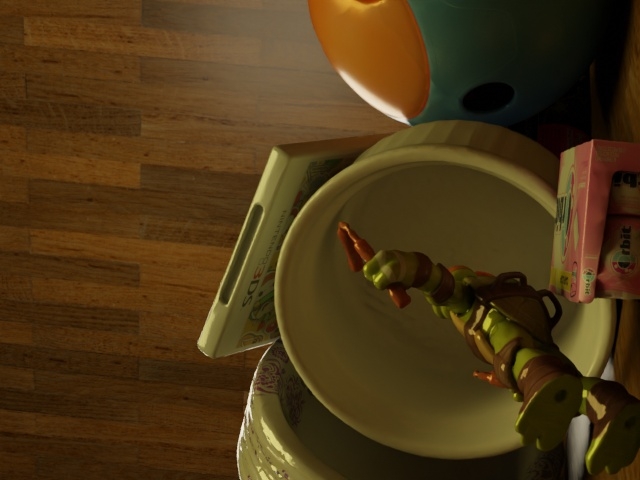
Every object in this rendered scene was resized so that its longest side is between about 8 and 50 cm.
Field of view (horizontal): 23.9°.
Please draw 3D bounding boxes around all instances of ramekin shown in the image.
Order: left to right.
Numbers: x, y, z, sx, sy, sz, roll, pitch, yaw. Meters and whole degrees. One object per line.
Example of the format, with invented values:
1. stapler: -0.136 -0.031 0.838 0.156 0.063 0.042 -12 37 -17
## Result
1. ramekin: 0.111 0.032 1.271 0.135 0.277 0.277 -59 -25 -64

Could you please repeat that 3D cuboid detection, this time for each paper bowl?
1. paper bowl: 0.066 0.204 1.370 0.284 0.284 0.148 -80 3 -59

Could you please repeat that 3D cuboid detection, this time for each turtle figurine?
1. turtle figurine: 0.141 0.075 1.069 0.087 0.269 0.217 -47 38 3

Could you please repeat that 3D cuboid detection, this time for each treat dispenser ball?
1. treat dispenser ball: 0.130 -0.243 1.401 0.288 0.288 0.288 6 -90 -87

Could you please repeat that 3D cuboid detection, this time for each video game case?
1. video game case: 0.000 0.000 1.380 0.227 0.026 0.206 -12 -50 -53

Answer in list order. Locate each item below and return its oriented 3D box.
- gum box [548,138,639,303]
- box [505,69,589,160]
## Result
1. gum box: 0.203 -0.011 1.051 0.188 0.062 0.107 -6 -78 -87
2. box: 0.181 -0.066 1.535 0.142 0.163 0.247 95 -177 -47
